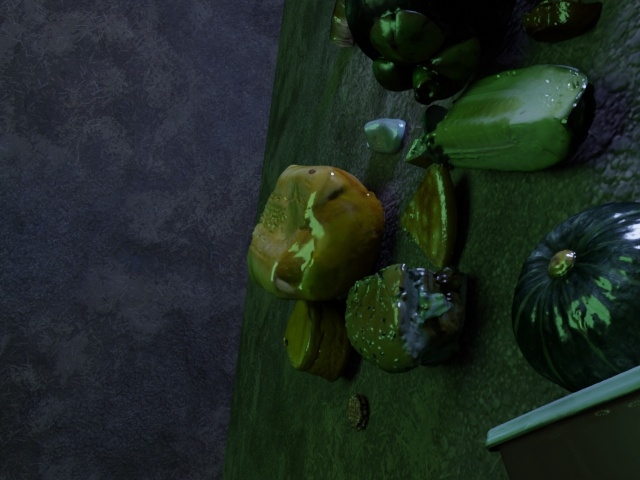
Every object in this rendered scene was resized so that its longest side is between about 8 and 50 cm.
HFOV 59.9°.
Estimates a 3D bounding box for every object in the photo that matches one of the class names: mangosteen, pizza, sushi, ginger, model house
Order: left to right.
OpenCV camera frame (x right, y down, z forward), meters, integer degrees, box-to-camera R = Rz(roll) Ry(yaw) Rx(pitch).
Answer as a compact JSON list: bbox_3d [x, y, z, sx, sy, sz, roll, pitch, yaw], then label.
[{"bbox_3d":[0.097,-0.722,1.712,0.109,0.116,0.263,-42,-16,-38],"label":"ginger"},{"bbox_3d":[0.213,-0.050,1.068,0.193,0.053,0.200,-161,70,-71],"label":"pizza"},{"bbox_3d":[0.217,-0.192,1.076,0.100,0.088,0.100,126,152,-54],"label":"model house"},{"bbox_3d":[0.191,-0.399,0.944,0.300,0.300,0.300,-171,90,-73],"label":"mangosteen"},{"bbox_3d":[0.341,-0.323,0.806,0.120,0.052,0.055,-156,76,-72],"label":"sushi"}]

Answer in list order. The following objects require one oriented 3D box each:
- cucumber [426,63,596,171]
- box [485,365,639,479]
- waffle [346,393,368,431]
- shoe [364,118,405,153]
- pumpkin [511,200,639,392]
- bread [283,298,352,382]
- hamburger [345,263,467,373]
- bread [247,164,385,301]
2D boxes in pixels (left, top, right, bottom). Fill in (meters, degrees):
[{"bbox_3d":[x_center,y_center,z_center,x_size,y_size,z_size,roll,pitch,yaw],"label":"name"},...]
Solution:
[{"bbox_3d":[0.292,-0.172,0.816,0.145,0.105,0.325,-54,17,-4],"label":"cucumber"},{"bbox_3d":[0.298,0.203,0.457,0.294,0.193,0.167,122,146,-52],"label":"box"},{"bbox_3d":[0.086,0.398,1.291,0.083,0.029,0.075,-110,30,-52],"label":"waffle"},{"bbox_3d":[0.142,-0.258,1.370,0.195,0.078,0.079,-158,78,-76],"label":"shoe"},{"bbox_3d":[0.300,0.060,0.577,0.211,0.152,0.211,-48,9,10],"label":"pumpkin"},{"bbox_3d":[-0.001,0.250,1.453,0.269,0.143,0.195,-125,52,-70],"label":"bread"},{"bbox_3d":[0.149,0.143,0.984,0.288,0.168,0.192,142,136,-65],"label":"hamburger"},{"bbox_3d":[0.000,0.000,1.400,0.361,0.250,0.394,-66,22,-2],"label":"bread"}]
